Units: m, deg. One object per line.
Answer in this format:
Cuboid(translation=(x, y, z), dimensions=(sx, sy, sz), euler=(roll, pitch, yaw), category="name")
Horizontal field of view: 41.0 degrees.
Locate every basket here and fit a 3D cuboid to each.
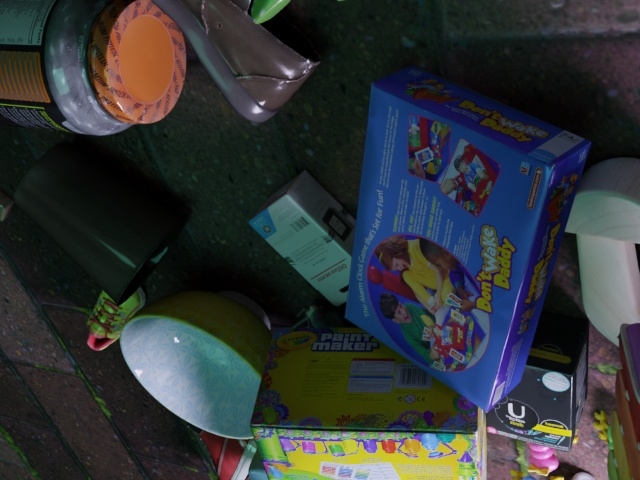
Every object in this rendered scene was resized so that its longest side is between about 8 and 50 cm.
Cuboid(translation=(-0.352, -0.034, 1.346), dimensions=(0.227, 0.154, 0.204), euler=(40, 138, -1), category="basket")

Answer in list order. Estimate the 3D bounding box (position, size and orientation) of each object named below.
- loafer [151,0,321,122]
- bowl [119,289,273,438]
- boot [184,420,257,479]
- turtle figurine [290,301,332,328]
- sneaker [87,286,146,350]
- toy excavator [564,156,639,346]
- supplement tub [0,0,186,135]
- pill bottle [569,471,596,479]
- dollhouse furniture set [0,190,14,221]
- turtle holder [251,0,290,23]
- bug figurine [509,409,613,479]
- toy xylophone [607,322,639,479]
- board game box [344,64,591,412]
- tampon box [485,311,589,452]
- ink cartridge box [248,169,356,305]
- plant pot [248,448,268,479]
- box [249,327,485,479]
Cuboid(translation=(-0.121, -0.306, 0.959), dimensions=(0.130, 0.134, 0.366), euler=(-25, 125, 21), category="loafer")
Cuboid(translation=(-0.167, 0.176, 1.418), dimensions=(0.289, 0.156, 0.290), euler=(19, 137, 18), category="bowl")
Cuboid(translation=(-0.213, 0.420, 1.747), dimensions=(0.176, 0.088, 0.244), euler=(28, 131, 7), category="boot")
Cuboid(translation=(0.044, 0.182, 1.324), dimensions=(0.234, 0.118, 0.175), euler=(-18, 118, 37), category="turtle figurine")
Cuboid(translation=(-0.383, 0.137, 1.571), dimensions=(0.081, 0.094, 0.209), euler=(31, 138, 5), category="sneaker")
Cuboid(translation=(0.433, 0.167, 0.993), dimensions=(0.445, 0.222, 0.433), euler=(30, 139, 18), category="toy excavator")
Cuboid(translation=(-0.343, -0.237, 1.101), dimensions=(0.315, 0.194, 0.194), euler=(10, 134, 26), category="supplement tub")
Cuboid(translation=(0.400, 0.401, 1.347), dimensions=(0.043, 0.043, 0.083), euler=(28, 139, 8), category="pill bottle")
Cuboid(translation=(-0.633, -0.113, 1.485), dimensions=(0.181, 0.101, 0.161), euler=(35, 140, -2), category="dollhouse furniture set")
Cuboid(translation=(0.006, -0.358, 0.719), dimensions=(0.228, 0.243, 0.320), euler=(57, 146, -1), category="turtle holder")
Cuboid(translation=(0.389, 0.349, 1.243), dimensions=(0.278, 0.072, 0.216), euler=(-5, 109, 35), category="bug figurine")
Cuboid(translation=(0.338, 0.251, 0.867), dimensions=(0.081, 0.236, 0.323), euler=(1, 116, 9), category="toy xylophone")
Cuboid(translation=(0.153, 0.001, 1.003), dimensions=(0.233, 0.078, 0.347), euler=(32, 134, 31), category="board game box")
Cuboid(translation=(0.293, 0.187, 1.163), dimensions=(0.120, 0.101, 0.161), euler=(9, 134, 26), category="tampon box")
Cuboid(translation=(0.000, 0.000, 1.207), dimensions=(0.180, 0.060, 0.104), euler=(45, 138, -12), category="ink cartridge box")
Cuboid(translation=(0.025, 0.407, 1.523), dimensions=(0.234, 0.166, 0.166), euler=(3, 131, 21), category="plant pot")
Cuboid(translation=(0.082, 0.277, 1.199), dimensions=(0.289, 0.177, 0.279), euler=(-1, 131, 12), category="box")
